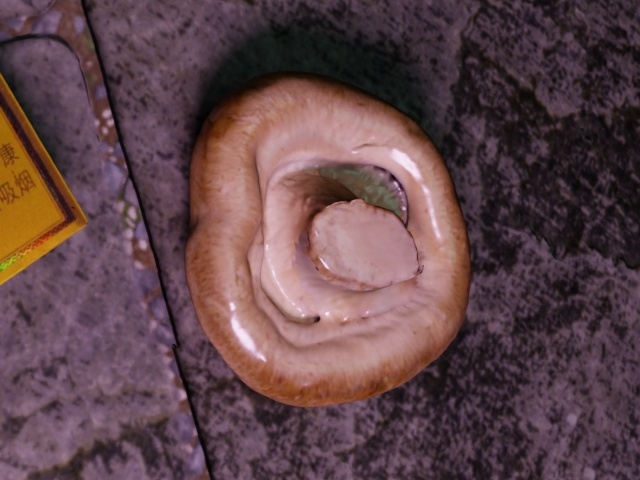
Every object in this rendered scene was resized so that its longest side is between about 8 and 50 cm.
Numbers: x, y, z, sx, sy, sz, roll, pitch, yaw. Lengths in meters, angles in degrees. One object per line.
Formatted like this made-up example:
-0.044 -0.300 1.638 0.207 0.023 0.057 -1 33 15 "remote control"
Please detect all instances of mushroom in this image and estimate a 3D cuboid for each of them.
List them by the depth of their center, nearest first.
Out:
0.000 0.000 1.557 0.278 0.146 0.278 3 82 -26 "mushroom"

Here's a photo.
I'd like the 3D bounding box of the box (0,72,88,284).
-0.327 -0.087 1.363 0.193 0.084 0.301 -38 105 -35 "box"
